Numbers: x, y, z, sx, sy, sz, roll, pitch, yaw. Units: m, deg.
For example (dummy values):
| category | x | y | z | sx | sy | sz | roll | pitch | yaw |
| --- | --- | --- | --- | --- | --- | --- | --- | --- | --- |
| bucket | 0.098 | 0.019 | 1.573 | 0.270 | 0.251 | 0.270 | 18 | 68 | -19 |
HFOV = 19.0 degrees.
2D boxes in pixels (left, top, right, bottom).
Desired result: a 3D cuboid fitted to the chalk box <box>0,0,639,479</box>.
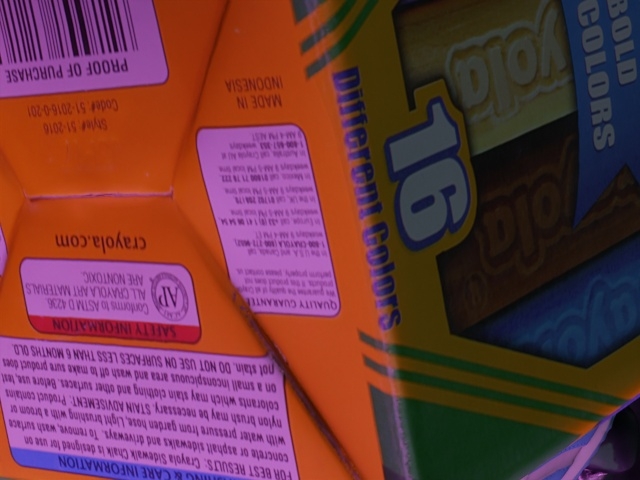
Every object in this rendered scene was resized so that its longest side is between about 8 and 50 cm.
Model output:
| category | x | y | z | sx | sy | sz | roll | pitch | yaw |
| --- | --- | --- | --- | --- | --- | --- | --- | --- | --- |
| chalk box | 0.030 | -0.048 | 0.591 | 0.289 | 0.180 | 0.179 | -23 | 108 | -46 |

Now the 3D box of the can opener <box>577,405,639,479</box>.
| category | x | y | z | sx | sy | sz | roll | pitch | yaw |
| --- | --- | --- | --- | --- | --- | --- | --- | --- | --- |
| can opener | 0.087 | 0.109 | 0.938 | 0.186 | 0.073 | 0.059 | -21 | 169 | -34 |

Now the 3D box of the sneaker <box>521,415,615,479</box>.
| category | x | y | z | sx | sy | sz | roll | pitch | yaw |
| --- | --- | --- | --- | --- | --- | --- | --- | --- | --- |
| sneaker | 0.062 | 0.080 | 0.828 | 0.228 | 0.087 | 0.092 | -56 | 150 | -23 |
